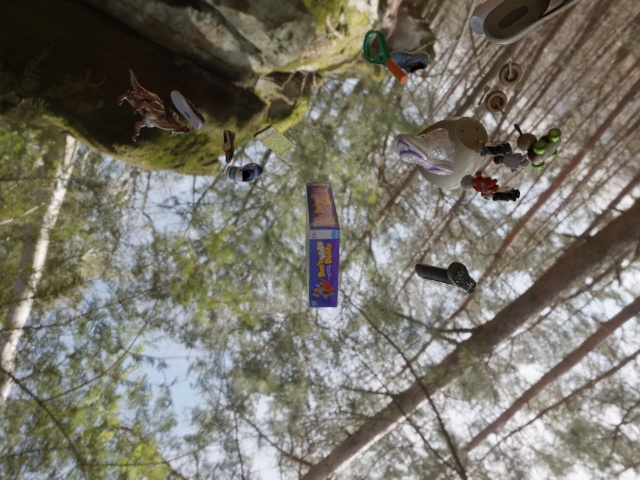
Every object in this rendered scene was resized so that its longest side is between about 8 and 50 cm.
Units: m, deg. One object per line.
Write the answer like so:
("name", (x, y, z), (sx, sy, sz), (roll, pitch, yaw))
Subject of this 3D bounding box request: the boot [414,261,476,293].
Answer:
("boot", (0.419, 0.110, 1.713), (0.208, 0.076, 0.189), (26, 164, 48))

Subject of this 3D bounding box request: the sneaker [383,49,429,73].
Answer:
("sneaker", (0.300, -0.624, 1.727), (0.063, 0.162, 0.073), (68, -157, -58))

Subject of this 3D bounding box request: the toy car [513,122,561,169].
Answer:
("toy car", (0.885, -0.417, 2.054), (0.188, 0.149, 0.155), (47, 177, 30))

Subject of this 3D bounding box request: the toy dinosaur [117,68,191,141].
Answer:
("toy dinosaur", (-0.623, -0.491, 1.838), (0.200, 0.127, 0.296), (-20, -100, -41))

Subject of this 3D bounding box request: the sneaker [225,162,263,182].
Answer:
("sneaker", (-0.211, -0.195, 1.439), (0.059, 0.053, 0.144), (16, -159, 30))

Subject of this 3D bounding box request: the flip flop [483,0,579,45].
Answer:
("flip flop", (0.453, -0.512, 0.990), (0.080, 0.277, 0.112), (9, -129, -62))

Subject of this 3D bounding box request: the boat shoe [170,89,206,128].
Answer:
("boat shoe", (-0.434, -0.433, 1.616), (0.142, 0.049, 0.040), (53, -132, -16))

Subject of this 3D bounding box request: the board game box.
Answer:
("board game box", (0.000, 0.000, 1.400), (0.078, 0.233, 0.347), (0, -155, -3))

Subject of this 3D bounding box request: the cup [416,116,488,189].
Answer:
("cup", (0.621, -0.431, 2.237), (0.331, 0.237, 0.331), (6, -110, -17))

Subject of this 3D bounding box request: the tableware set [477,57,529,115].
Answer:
("tableware set", (0.696, -0.575, 1.861), (0.128, 0.194, 0.039), (19, -156, -7))

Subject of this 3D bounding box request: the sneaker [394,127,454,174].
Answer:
("sneaker", (0.362, -0.331, 1.698), (0.305, 0.152, 0.114), (15, 178, -44))

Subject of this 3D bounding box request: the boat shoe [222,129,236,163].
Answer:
("boat shoe", (-0.334, -0.338, 1.769), (0.043, 0.049, 0.137), (17, -117, -33))

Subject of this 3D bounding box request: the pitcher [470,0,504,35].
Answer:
("pitcher", (0.694, -0.881, 1.939), (0.125, 0.207, 0.178), (47, 170, 32))

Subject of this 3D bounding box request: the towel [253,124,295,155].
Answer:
("towel", (-0.213, -0.470, 2.328), (0.237, 0.102, 0.021), (27, -139, -61))

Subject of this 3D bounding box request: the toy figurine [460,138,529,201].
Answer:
("toy figurine", (0.631, -0.251, 1.788), (0.213, 0.210, 0.148), (12, -177, -36))

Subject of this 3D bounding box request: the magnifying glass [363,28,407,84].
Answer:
("magnifying glass", (0.180, -0.516, 1.391), (0.026, 0.092, 0.231), (-12, -128, -24))
